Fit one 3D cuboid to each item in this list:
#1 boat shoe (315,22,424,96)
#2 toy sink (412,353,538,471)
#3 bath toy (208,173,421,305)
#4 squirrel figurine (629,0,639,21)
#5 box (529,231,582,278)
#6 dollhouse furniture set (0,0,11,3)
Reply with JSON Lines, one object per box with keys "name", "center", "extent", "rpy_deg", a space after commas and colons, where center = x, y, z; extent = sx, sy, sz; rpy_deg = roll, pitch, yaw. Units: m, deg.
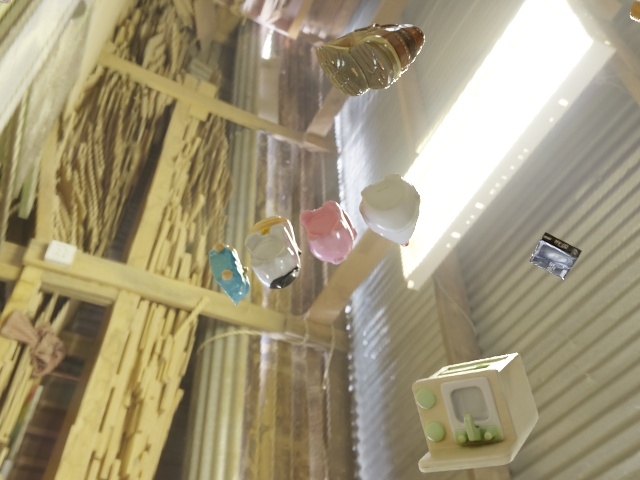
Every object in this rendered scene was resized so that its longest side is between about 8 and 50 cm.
{"name": "boat shoe", "center": [0.051, -0.197, 0.668], "extent": [0.060, 0.064, 0.178], "rpy_deg": [-37, -158, -12]}
{"name": "toy sink", "center": [0.255, 0.280, 1.049], "extent": [0.152, 0.234, 0.131], "rpy_deg": [-19, -96, 30]}
{"name": "bath toy", "center": [0.000, 0.000, 1.006], "extent": [0.348, 0.129, 0.151], "rpy_deg": [-20, -134, 8]}
{"name": "squirrel figurine", "center": [0.704, -0.429, 0.854], "extent": [0.397, 0.280, 0.371], "rpy_deg": [-103, -150, -62]}
{"name": "box", "center": [0.402, 0.027, 1.066], "extent": [0.018, 0.067, 0.083], "rpy_deg": [-52, 161, -21]}
{"name": "dollhouse furniture set", "center": [-0.458, -0.354, 0.557], "extent": [0.173, 0.303, 0.356], "rpy_deg": [-34, -122, -3]}
